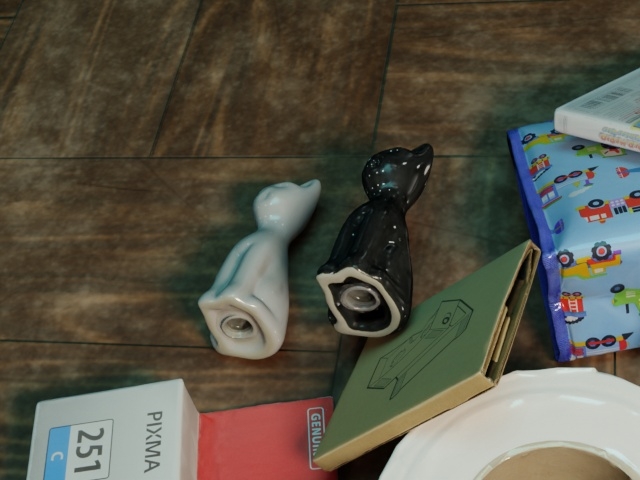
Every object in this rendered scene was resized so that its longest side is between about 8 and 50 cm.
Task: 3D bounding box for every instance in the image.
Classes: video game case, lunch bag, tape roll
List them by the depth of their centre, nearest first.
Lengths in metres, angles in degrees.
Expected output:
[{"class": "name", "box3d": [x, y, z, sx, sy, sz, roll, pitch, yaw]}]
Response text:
[{"class": "tape roll", "box3d": [0.179, 0.238, 0.879, 0.286, 0.100, 0.286, -7, 49, 8]}, {"class": "video game case", "box3d": [0.364, -0.122, 1.076, 0.227, 0.026, 0.206, -26, 33, -38]}, {"class": "lunch bag", "box3d": [0.299, -0.050, 1.091, 0.220, 0.138, 0.293, -10, 40, 7]}]

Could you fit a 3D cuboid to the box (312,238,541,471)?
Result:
[{"class": "box", "box3d": [0.087, 0.095, 0.965, 0.201, 0.021, 0.164, -36, 17, 41]}]

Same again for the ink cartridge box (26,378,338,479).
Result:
[{"class": "ink cartridge box", "box3d": [-0.114, 0.251, 0.953, 0.261, 0.066, 0.296, -9, 49, 6]}]

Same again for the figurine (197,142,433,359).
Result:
[{"class": "figurine", "box3d": [0.000, 0.000, 1.106, 0.214, 0.092, 0.209, -14, 37, 30]}]
